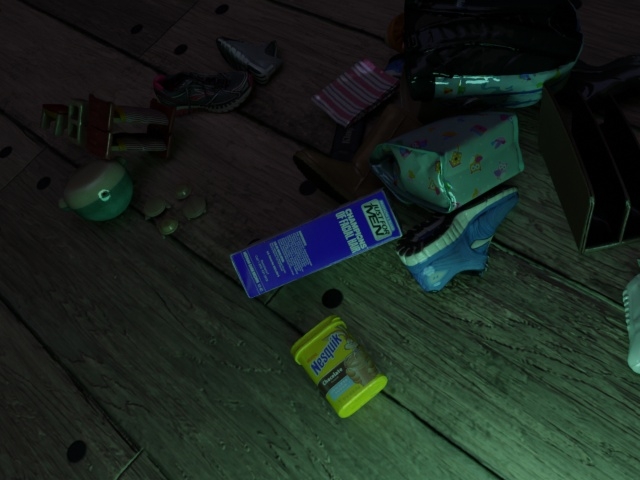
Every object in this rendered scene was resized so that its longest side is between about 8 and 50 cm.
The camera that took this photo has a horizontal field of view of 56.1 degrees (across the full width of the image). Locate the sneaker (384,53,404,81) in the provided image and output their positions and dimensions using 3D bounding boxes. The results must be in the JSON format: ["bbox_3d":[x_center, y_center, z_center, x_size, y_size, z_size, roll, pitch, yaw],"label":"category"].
[{"bbox_3d":[0.242,-0.452,1.566,0.152,0.058,0.084,8,71,30],"label":"sneaker"}]

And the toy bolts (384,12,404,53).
[{"bbox_3d":[0.272,-0.592,1.544,0.229,0.218,0.158,-9,11,-27],"label":"toy bolts"}]

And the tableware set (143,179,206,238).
[{"bbox_3d":[-0.383,-0.087,1.581,0.169,0.020,0.141,-32,57,-3],"label":"tableware set"}]

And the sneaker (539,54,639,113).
[{"bbox_3d":[0.632,-0.336,1.348,0.286,0.109,0.130,7,69,33],"label":"sneaker"}]

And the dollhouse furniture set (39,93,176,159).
[{"bbox_3d":[-0.601,-0.345,1.685,0.374,0.201,0.152,25,113,35],"label":"dollhouse furniture set"}]

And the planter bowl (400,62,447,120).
[{"bbox_3d":[0.270,-0.370,1.460,0.109,0.162,0.162,-4,56,-9],"label":"planter bowl"}]

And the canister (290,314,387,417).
[{"bbox_3d":[0.037,0.251,1.201,0.126,0.073,0.170,-38,57,-6],"label":"canister"}]

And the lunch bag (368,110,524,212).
[{"bbox_3d":[0.258,-0.180,1.285,0.223,0.160,0.262,-29,27,-22],"label":"lunch bag"}]

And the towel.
[{"bbox_3d":[0.089,-0.384,1.541,0.197,0.029,0.144,-40,60,-13],"label":"towel"}]

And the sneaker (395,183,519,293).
[{"bbox_3d":[0.299,-0.009,1.249,0.330,0.147,0.130,-36,24,-24],"label":"sneaker"}]

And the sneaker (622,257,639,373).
[{"bbox_3d":[0.592,0.132,1.087,0.095,0.090,0.235,14,61,39],"label":"sneaker"}]

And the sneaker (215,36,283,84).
[{"bbox_3d":[-0.196,-0.556,1.773,0.132,0.086,0.229,-42,66,-15],"label":"sneaker"}]

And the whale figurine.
[{"bbox_3d":[-0.608,-0.140,1.642,0.216,0.141,0.272,-42,32,-16],"label":"whale figurine"}]

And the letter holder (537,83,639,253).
[{"bbox_3d":[0.551,-0.165,1.191,0.152,0.214,0.301,-13,56,11],"label":"letter holder"}]

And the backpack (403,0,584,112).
[{"bbox_3d":[0.371,-0.417,1.292,0.356,0.273,0.290,-5,67,16],"label":"backpack"}]

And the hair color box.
[{"bbox_3d":[0.000,0.000,1.273,0.339,0.185,0.110,-24,93,10],"label":"hair color box"}]

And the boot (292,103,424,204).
[{"bbox_3d":[0.098,-0.215,1.411,0.236,0.089,0.269,39,76,-11],"label":"boot"}]

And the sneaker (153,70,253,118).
[{"bbox_3d":[-0.335,-0.433,1.719,0.299,0.112,0.120,-7,58,14],"label":"sneaker"}]

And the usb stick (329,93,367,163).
[{"bbox_3d":[0.070,-0.261,1.516,0.077,0.045,0.277,2,60,19],"label":"usb stick"}]
